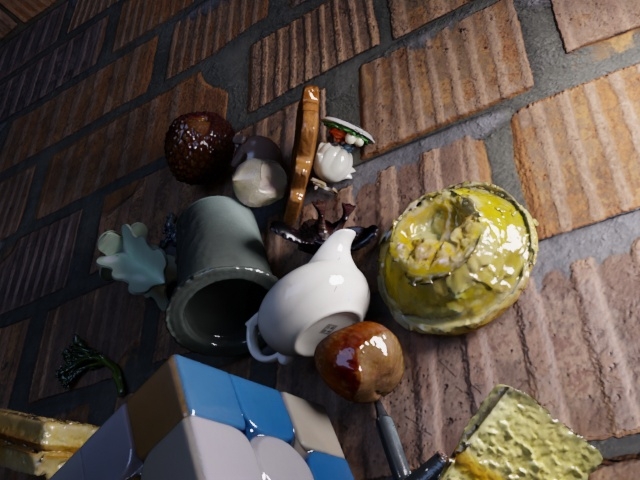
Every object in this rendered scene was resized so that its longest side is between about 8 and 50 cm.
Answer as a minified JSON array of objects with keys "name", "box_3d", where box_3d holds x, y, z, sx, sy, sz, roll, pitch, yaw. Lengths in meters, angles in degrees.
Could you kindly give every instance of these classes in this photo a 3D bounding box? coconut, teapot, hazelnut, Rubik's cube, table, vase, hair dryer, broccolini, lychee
[{"name":"coconut","box_3d":[-0.136,-0.125,1.493,0.110,0.124,0.110,5,97,46]},{"name":"teapot","box_3d":[-0.029,0.124,1.253,0.299,0.208,0.166,-35,68,25]},{"name":"hazelnut","box_3d":[0.064,0.199,1.171,0.143,0.154,0.143,6,97,52]},{"name":"Rubik's cube","box_3d":[-0.157,0.434,1.017,0.344,0.346,0.347,-44,44,17]},{"name":"table","box_3d":[-0.416,0.065,1.647,0.198,0.166,0.167,29,81,38]},{"name":"vase","box_3d":[-0.208,0.056,1.432,0.245,0.245,0.291,-36,40,13]},{"name":"hair dryer","box_3d":[0.104,0.353,1.117,0.173,0.050,0.195,-43,40,5]},{"name":"broccolini","box_3d":[-0.547,0.322,1.645,0.271,0.062,0.123,21,85,41]},{"name":"lychee","box_3d":[-0.302,-0.227,1.745,0.188,0.188,0.188,-20,51,27]}]

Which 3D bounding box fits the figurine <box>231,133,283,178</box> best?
[{"name":"figurine","box_3d":[-0.146,-0.180,1.609,0.125,0.138,0.125,-22,52,31]}]

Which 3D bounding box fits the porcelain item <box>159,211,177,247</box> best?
[{"name":"porcelain item","box_3d":[-0.380,-0.011,1.758,0.075,0.021,0.136,-47,43,8]}]

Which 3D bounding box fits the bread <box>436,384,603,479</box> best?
[{"name":"bread","box_3d":[0.236,0.344,0.978,0.266,0.178,0.142,-52,12,-7]}]

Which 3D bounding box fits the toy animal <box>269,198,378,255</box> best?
[{"name":"toy animal","box_3d":[-0.002,0.002,1.366,0.179,0.218,0.116,122,145,-60]}]

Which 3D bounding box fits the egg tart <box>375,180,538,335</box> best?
[{"name":"egg tart","box_3d":[0.214,0.013,1.207,0.314,0.120,0.315,-20,50,26]}]

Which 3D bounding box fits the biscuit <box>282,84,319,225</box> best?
[{"name":"biscuit","box_3d":[-0.038,-0.177,1.489,0.284,0.043,0.307,-101,20,-71]}]

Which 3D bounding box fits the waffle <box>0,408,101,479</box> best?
[{"name":"waffle","box_3d":[-0.574,0.423,1.446,0.376,0.261,0.114,-3,67,36]}]

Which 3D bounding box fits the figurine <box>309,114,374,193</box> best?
[{"name":"figurine","box_3d":[0.032,-0.175,1.490,0.132,0.132,0.154,25,91,45]}]
